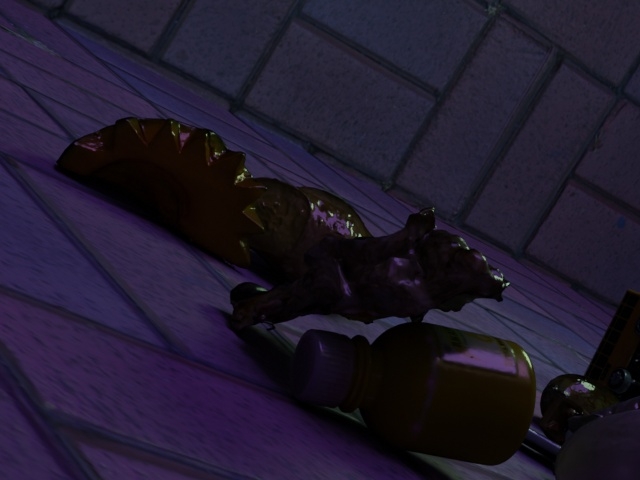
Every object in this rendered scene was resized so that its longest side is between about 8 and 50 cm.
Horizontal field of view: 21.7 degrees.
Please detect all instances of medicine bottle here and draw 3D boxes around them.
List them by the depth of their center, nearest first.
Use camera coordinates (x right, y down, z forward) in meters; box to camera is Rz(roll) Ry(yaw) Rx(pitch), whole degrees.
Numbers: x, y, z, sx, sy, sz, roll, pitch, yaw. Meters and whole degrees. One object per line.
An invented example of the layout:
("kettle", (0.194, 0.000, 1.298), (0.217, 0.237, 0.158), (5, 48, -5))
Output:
("medicine bottle", (0.082, 0.133, 1.544), (0.212, 0.122, 0.122), (13, 13, -20))

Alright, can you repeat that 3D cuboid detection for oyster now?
("oyster", (0.038, 0.038, 1.574), (0.221, 0.096, 0.361), (-10, -5, -15))

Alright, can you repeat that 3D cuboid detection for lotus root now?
("lotus root", (0.347, 0.222, 2.184), (0.179, 0.080, 0.089), (25, 9, -47))

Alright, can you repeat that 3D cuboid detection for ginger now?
("ginger", (0.000, 0.000, 2.102), (0.219, 0.123, 0.270), (30, 7, 14))

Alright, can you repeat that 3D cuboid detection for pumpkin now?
("pumpkin", (-0.172, -0.087, 1.977), (0.254, 0.130, 0.149), (28, 8, -10))

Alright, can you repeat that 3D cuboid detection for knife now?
("knife", (0.287, 0.258, 1.912), (0.343, 0.027, 0.061), (30, -9, 5))

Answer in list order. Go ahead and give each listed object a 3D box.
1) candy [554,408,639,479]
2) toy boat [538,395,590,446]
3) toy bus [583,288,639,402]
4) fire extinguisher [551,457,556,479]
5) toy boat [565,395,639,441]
("candy", (0.425, 0.260, 1.630), (0.427, 0.186, 0.386), (21, -25, -30))
("toy boat", (0.324, 0.242, 1.963), (0.077, 0.057, 0.200), (26, -10, 43))
("toy bus", (0.475, 0.184, 2.531), (0.098, 0.201, 0.114), (27, 0, -26))
("fire extinguisher", (0.289, 0.269, 1.844), (0.083, 0.022, 0.028), (29, 44, -11))
("toy boat", (0.385, 0.195, 1.805), (0.227, 0.085, 0.155), (-17, -31, 38))
